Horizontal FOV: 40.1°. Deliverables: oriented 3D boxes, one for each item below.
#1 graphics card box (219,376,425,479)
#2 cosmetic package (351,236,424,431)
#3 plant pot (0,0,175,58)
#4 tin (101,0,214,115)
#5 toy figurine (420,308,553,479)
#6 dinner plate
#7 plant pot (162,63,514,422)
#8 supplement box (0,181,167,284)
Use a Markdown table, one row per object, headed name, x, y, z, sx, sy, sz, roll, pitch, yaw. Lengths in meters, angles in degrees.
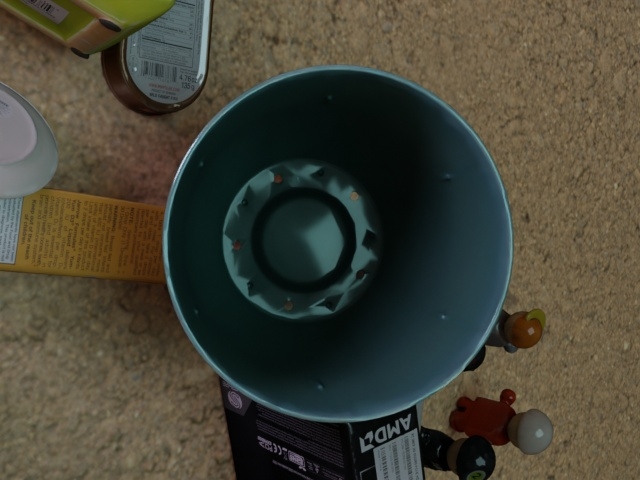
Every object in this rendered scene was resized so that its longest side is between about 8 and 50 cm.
| name | x | y | z | sx | sy | sz | roll | pitch | yaw |
| --- | --- | --- | --- | --- | --- | --- | --- | --- | --- |
| graphics card box | 0.013 | 0.316 | 0.914 | 0.094 | 0.232 | 0.371 | -17 | 104 | -34 |
| cosmetic package | 0.056 | 0.116 | 1.024 | 0.127 | 0.107 | 0.238 | 7 | 91 | -38 |
| plant pot | -0.192 | -0.280 | 0.683 | 0.228 | 0.227 | 0.207 | 30 | 80 | -26 |
| tin | -0.155 | -0.218 | 0.857 | 0.106 | 0.040 | 0.190 | 3 | 91 | -46 |
| toy figurine | 0.194 | 0.187 | 1.116 | 0.213 | 0.148 | 0.210 | -5 | 97 | -43 |
| dinner plate | -0.278 | -0.094 | 0.714 | 0.141 | 0.017 | 0.141 | 29 | 37 | -24 |
| plant pot | 0.000 | 0.000 | 0.827 | 0.292 | 0.235 | 0.293 | 0 | 92 | -10 |
| supplement box | -0.242 | -0.007 | 0.768 | 0.233 | 0.078 | 0.080 | 6 | 90 | -41 |
